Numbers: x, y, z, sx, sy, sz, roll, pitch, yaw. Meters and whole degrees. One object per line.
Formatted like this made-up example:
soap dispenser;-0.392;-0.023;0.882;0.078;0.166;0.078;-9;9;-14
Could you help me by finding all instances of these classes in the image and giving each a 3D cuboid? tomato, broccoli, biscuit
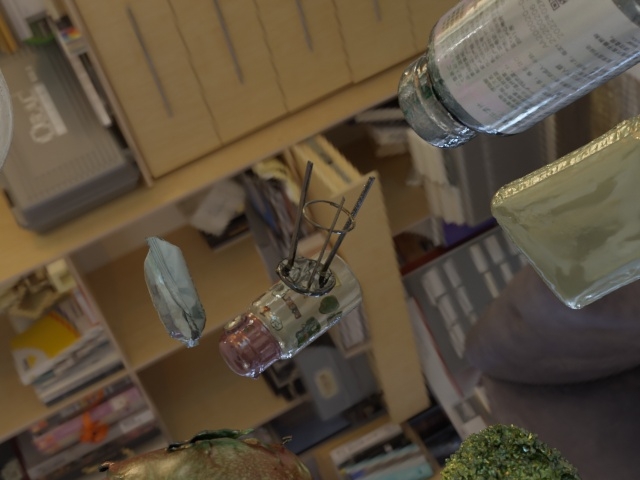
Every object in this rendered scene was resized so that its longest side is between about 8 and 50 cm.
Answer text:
tomato;-0.132;0.363;1.102;0.303;0.303;0.239;89;169;-65
broccoli;0.320;0.510;1.650;0.249;0.302;0.375;-3;119;59
biscuit;-0.258;0.103;1.678;0.186;0.079;0.309;66;167;6

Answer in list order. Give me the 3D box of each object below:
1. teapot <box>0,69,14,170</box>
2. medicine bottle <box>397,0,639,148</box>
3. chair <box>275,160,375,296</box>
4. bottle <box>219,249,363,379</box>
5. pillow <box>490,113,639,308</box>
teapot;-0.390;-0.104;0.860;0.166;0.299;0.208;22;135;17
medicine bottle;0.198;-0.188;0.883;0.293;0.141;0.141;-31;85;49
chair;0.000;-0.001;1.408;0.095;0.104;0.221;-88;15;-53
bottle;-0.056;0.128;1.586;0.120;0.253;0.120;42;153;27
pillow;0.457;-0.040;1.505;0.322;0.120;0.255;-30;106;39
